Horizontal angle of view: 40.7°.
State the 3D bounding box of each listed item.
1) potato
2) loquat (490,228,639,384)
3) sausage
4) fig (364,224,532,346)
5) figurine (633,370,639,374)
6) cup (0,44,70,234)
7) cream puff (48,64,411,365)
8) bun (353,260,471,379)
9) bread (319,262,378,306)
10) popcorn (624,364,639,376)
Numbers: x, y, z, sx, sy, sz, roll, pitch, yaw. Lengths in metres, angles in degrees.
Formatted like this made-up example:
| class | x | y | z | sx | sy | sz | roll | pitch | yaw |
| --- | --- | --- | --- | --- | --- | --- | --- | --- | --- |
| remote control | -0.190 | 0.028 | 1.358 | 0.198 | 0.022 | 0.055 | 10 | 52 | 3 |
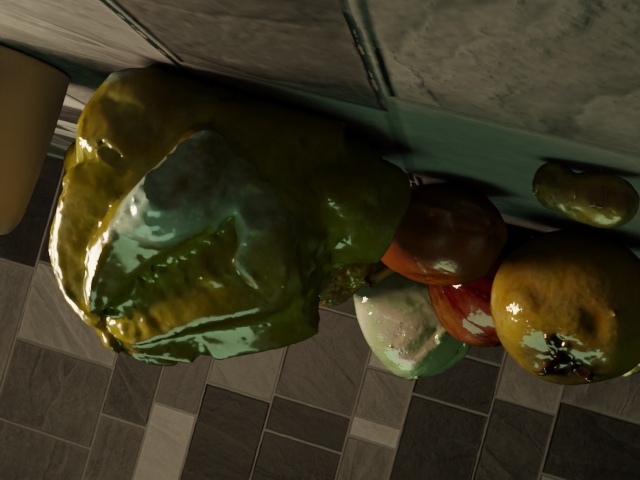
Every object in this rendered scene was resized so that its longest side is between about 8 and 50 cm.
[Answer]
| class | x | y | z | sx | sy | sz | roll | pitch | yaw |
| --- | --- | --- | --- | --- | --- | --- | --- | --- | --- |
| potato | 0.216 | -0.037 | 0.707 | 0.092 | 0.045 | 0.046 | 18 | 179 | 34 |
| loquat | 0.328 | 0.093 | 1.109 | 0.213 | 0.213 | 0.213 | 15 | 178 | 0 |
| sausage | 0.133 | -0.008 | 1.054 | 0.133 | 0.133 | 0.258 | 16 | 179 | -12 |
| fig | 0.227 | 0.045 | 1.287 | 0.249 | 0.186 | 0.203 | 33 | 160 | -18 |
| figurine | 0.517 | 0.146 | 1.703 | 0.261 | 0.186 | 0.382 | 22 | -179 | -13 |
| cup | -0.424 | -0.126 | 0.957 | 0.191 | 0.201 | 0.252 | 14 | 177 | 33 |
| cream puff | -0.115 | -0.007 | 0.882 | 0.378 | 0.276 | 0.378 | 13 | 179 | 0 |
| bun | 0.197 | 0.087 | 1.487 | 0.187 | 0.293 | 0.293 | -14 | 160 | 38 |
| bread | 0.000 | 0.000 | 1.320 | 0.176 | 0.196 | 0.246 | 19 | 180 | 30 |
| popcorn | 0.484 | 0.119 | 1.388 | 0.185 | 0.187 | 0.167 | 24 | 144 | 10 |
